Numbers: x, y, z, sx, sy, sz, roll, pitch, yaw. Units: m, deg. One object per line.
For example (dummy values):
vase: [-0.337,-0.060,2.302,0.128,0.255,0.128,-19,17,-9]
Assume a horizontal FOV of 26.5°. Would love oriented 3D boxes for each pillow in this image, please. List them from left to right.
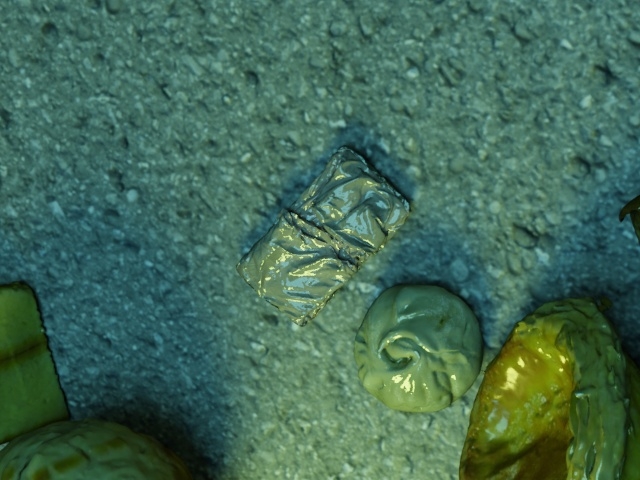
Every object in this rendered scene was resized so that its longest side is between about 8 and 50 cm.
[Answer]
pillow: [0.000,0.000,1.833,0.135,0.049,0.248,44,115,0]

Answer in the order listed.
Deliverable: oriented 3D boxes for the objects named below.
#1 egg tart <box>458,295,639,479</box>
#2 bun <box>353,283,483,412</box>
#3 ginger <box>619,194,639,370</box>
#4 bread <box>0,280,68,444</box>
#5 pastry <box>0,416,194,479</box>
egg tart: [0.299,0.256,1.646,0.169,0.388,0.388,16,109,-13]
bun: [0.126,0.149,1.795,0.183,0.102,0.183,4,106,16]
ginger: [0.440,0.085,1.675,0.133,0.107,0.309,-5,105,5]
bread: [-0.602,0.197,2.080,0.362,0.245,0.233,-2,105,50]
pastry: [-0.310,0.435,1.892,0.388,0.313,0.388,-14,72,50]
